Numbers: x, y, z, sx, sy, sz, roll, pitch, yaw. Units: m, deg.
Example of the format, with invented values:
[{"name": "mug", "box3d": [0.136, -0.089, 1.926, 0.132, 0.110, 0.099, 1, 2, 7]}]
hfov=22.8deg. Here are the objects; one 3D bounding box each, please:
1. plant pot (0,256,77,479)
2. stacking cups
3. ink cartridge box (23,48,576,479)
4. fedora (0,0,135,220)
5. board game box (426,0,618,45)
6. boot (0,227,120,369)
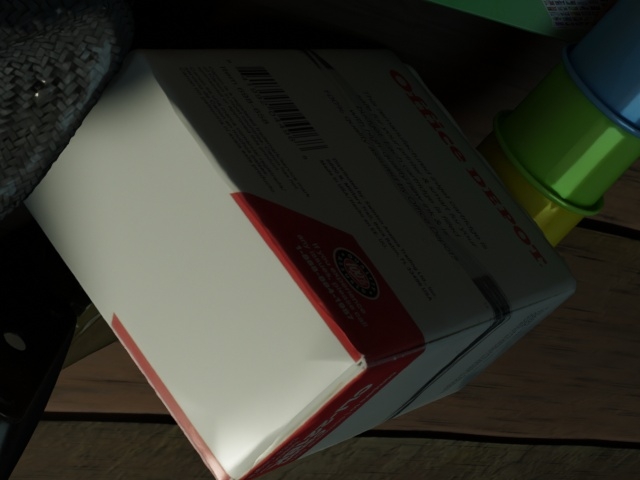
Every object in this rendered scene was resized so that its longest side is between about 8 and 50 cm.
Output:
[{"name": "plant pot", "box3d": [-0.239, 0.085, 0.853, 0.188, 0.187, 0.167, 36, 113, -9]}, {"name": "stacking cups", "box3d": [0.203, -0.108, 0.963, 0.096, 0.096, 0.316, 13, 129, -46]}, {"name": "ink cartridge box", "box3d": [0.000, 0.000, 0.880, 0.114, 0.197, 0.273, -44, 164, 27]}, {"name": "fedora", "box3d": [-0.201, -0.087, 0.719, 0.334, 0.152, 0.334, -19, 148, -13]}, {"name": "board game box", "box3d": [0.216, -0.205, 0.960, 0.317, 0.046, 0.213, 8, 135, -43]}, {"name": "boot", "box3d": [-0.118, 0.075, 1.073, 0.236, 0.089, 0.269, -31, 149, 6]}]
